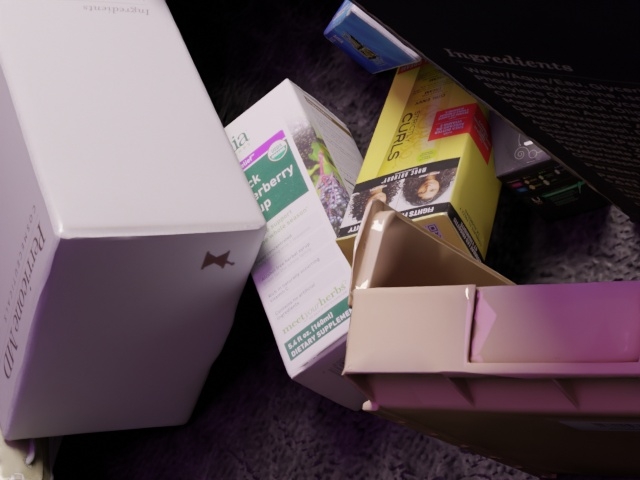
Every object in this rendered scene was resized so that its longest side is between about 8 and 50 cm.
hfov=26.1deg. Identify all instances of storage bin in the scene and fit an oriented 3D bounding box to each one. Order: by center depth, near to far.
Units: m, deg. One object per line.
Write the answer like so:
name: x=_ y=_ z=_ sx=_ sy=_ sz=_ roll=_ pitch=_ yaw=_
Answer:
storage bin: x=0.187 y=0.056 z=0.765 sx=0.262 sy=0.260 sz=0.123 roll=-3 pitch=70 yaw=35

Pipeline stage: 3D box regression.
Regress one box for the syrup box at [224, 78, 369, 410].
syrup box: x=0.000 y=0.000 z=1.040 sx=0.093 sy=0.096 sz=0.237 roll=-36 pitch=52 yaw=17

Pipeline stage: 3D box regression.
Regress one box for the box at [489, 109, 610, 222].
box: x=0.159 y=-0.060 z=0.959 sx=0.052 sy=0.083 sz=0.062 roll=-18 pitch=58 yaw=29

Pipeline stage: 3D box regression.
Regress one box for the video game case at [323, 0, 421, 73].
video game case: x=0.103 y=-0.238 z=1.001 sx=0.244 sy=0.061 sz=0.269 roll=-53 pitch=7 yaw=2

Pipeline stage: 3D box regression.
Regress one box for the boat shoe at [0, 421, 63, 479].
boat shoe: x=-0.261 y=0.180 z=1.073 sx=0.109 sy=0.094 sz=0.302 roll=-20 pitch=31 yaw=6

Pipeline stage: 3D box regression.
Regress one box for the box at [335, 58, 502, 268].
box: x=0.083 y=-0.061 z=0.971 sx=0.087 sy=0.058 sz=0.232 roll=-14 pitch=34 yaw=29

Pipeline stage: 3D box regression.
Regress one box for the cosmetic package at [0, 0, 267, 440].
cosmetic package: x=-0.214 y=-0.086 z=1.141 sx=0.453 sy=0.161 sz=0.230 roll=63 pitch=143 yaw=38

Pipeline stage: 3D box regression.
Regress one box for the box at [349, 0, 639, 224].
box: x=0.257 y=-0.275 z=0.712 sx=0.297 sy=0.471 sz=0.480 roll=12 pitch=80 yaw=41
